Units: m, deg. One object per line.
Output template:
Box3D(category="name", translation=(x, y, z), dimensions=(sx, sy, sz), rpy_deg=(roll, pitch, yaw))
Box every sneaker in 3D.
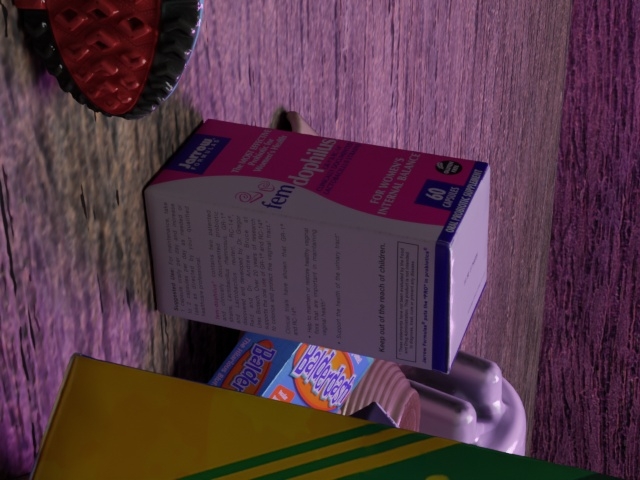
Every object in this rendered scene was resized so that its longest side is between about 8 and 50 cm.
Box3D(category="sneaker", translation=(-0.093, -0.196, 0.696), dimensions=(0.125, 0.104, 0.262), rpy_deg=(-51, 148, -61))

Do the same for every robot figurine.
Box3D(category="robot figurine", translation=(0.155, 0.288, 1.619), dimensions=(0.300, 0.200, 0.353), rpy_deg=(-46, 146, -36))

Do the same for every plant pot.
Box3D(category="plant pot", translation=(0.038, 0.204, 1.350), dimensions=(0.237, 0.110, 0.237), rpy_deg=(10, 90, -74))

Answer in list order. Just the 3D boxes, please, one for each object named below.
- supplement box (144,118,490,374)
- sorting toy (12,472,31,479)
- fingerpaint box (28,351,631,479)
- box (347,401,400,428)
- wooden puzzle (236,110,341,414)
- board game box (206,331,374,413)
Box3D(category="supplement box", translation=(0.000, 0.000, 0.914), dimensions=(0.111, 0.220, 0.114), rpy_deg=(-59, 152, -51))
Box3D(category="sorting toy", translation=(-0.183, 0.213, 0.748), dimensions=(0.274, 0.046, 0.132), rpy_deg=(-3, 103, -72))
Box3D(category="fingerpaint box", translation=(0.036, 0.248, 0.775), dimensions=(0.445, 0.371, 0.163), rpy_deg=(91, 12, -64))
Box3D(category="box", translation=(0.000, 0.261, 1.128), dimensions=(0.108, 0.153, 0.207), rpy_deg=(51, 32, -9))
Box3D(category="wooden puzzle", translation=(-0.012, 0.028, 1.181), dimensions=(0.221, 0.044, 0.238), rpy_deg=(40, 57, -64))
Box3D(category="board game box", translation=(-0.046, 0.141, 1.028), dimensions=(0.210, 0.047, 0.160), rpy_deg=(-54, 155, -13))
